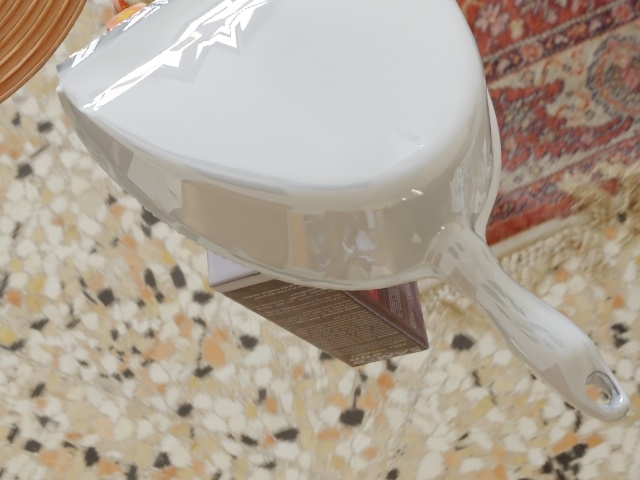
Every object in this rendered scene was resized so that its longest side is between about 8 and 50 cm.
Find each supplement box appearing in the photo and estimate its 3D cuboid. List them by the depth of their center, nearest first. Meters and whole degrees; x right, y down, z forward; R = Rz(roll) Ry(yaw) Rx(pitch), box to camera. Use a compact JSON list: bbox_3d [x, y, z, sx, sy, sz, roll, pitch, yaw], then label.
[{"bbox_3d":[0.000,0.000,0.890,0.073,0.239,0.130,-16,66,20],"label":"supplement box"}]

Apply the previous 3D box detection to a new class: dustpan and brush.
[{"bbox_3d":[0.028,-0.019,0.428,0.147,0.060,0.211,-38,62,-21],"label":"dustpan and brush"}]

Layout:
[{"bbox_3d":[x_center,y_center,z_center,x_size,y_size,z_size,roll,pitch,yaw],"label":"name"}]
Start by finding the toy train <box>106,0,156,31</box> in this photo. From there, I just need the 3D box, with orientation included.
[{"bbox_3d":[-0.086,-0.159,0.756,0.125,0.166,0.046,-37,121,20],"label":"toy train"}]

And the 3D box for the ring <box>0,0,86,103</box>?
[{"bbox_3d":[-0.303,-0.223,0.819,0.337,0.032,0.336,0,86,4],"label":"ring"}]
